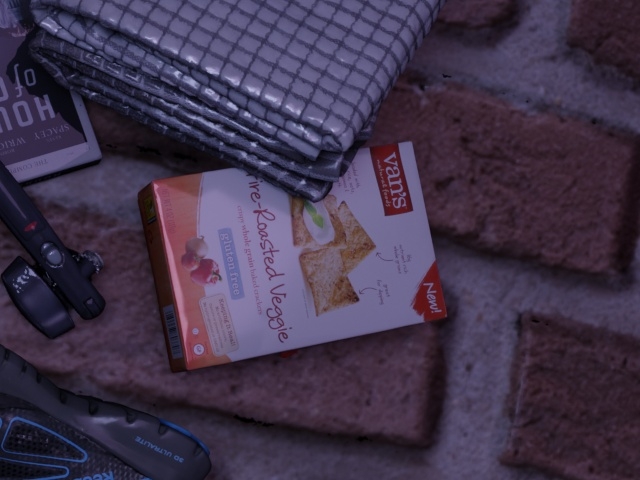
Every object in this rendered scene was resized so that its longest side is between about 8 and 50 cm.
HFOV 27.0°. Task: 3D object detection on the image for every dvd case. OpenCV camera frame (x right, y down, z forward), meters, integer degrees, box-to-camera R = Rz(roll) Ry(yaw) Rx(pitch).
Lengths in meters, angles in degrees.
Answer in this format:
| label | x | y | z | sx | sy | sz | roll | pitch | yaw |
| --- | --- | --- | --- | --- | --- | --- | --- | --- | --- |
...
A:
| label | x | y | z | sx | sy | sz | roll | pitch | yaw |
| --- | --- | --- | --- | --- | --- | --- | --- | --- | --- |
| dvd case | -0.300 | -0.151 | 1.082 | 0.179 | 0.029 | 0.239 | -19 | 87 | -21 |

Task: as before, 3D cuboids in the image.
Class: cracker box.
| label | x | y | z | sx | sy | sz | roll | pitch | yaw |
| --- | --- | --- | --- | --- | --- | --- | --- | --- | --- |
| cracker box | -0.022 | 0.012 | 1.111 | 0.232 | 0.067 | 0.156 | -11 | 86 | -20 |

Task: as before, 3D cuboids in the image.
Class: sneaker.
| label | x | y | z | sx | sy | sz | roll | pitch | yaw |
| --- | --- | --- | --- | --- | --- | --- | --- | --- | --- |
| sneaker | -0.253 | 0.149 | 0.998 | 0.341 | 0.125 | 0.140 | 27 | 78 | -11 |

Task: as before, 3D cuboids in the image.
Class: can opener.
| label | x | y | z | sx | sy | sz | roll | pitch | yaw |
| --- | --- | --- | --- | --- | --- | --- | --- | --- | --- |
| can opener | -0.232 | -0.009 | 1.049 | 0.073 | 0.059 | 0.186 | -38 | 112 | -24 |

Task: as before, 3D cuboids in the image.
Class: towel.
| label | x | y | z | sx | sy | sz | roll | pitch | yaw |
| --- | --- | --- | --- | --- | --- | --- | --- | --- | --- |
| towel | -0.061 | -0.182 | 1.080 | 0.283 | 0.121 | 0.235 | 26 | 56 | 3 |

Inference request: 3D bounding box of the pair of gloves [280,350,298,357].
| label | x | y | z | sx | sy | sz | roll | pitch | yaw |
| --- | --- | --- | --- | --- | --- | --- | --- | --- | --- |
| pair of gloves | 0.000 | 0.000 | 1.169 | 0.198 | 0.023 | 0.159 | -28 | 93 | -21 |
